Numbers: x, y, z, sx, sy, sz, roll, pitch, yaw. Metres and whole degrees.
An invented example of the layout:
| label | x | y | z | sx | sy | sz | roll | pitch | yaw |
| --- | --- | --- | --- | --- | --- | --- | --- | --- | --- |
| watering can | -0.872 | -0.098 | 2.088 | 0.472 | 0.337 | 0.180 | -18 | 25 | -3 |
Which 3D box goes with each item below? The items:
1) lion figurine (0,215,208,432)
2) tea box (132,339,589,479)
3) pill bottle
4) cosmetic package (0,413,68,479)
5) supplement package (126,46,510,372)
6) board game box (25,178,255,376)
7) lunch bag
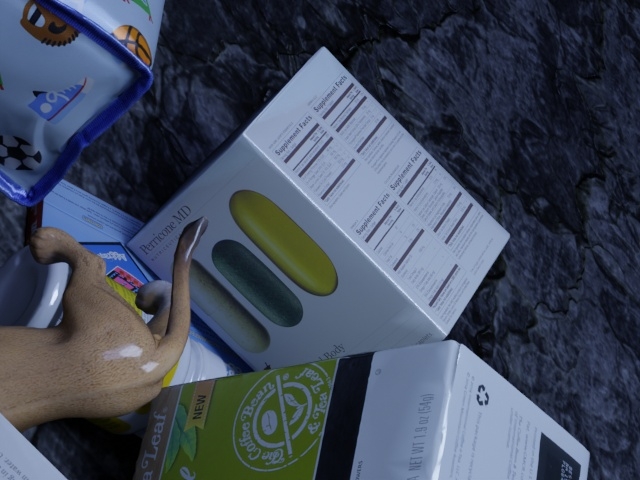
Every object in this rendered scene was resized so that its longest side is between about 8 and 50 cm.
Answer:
| label | x | y | z | sx | sy | sz | roll | pitch | yaw |
| --- | --- | --- | --- | --- | --- | --- | --- | --- | --- |
| lion figurine | -0.241 | 0.110 | 1.517 | 0.142 | 0.392 | 0.240 | 66 | -4 | -30 |
| tea box | 0.014 | 0.288 | 1.604 | 0.220 | 0.323 | 0.329 | 40 | 50 | -40 |
| pill bottle | -0.190 | 0.098 | 1.743 | 0.208 | 0.119 | 0.119 | 34 | 41 | -33 |
| cosmetic package | -0.292 | 0.295 | 1.264 | 0.197 | 0.155 | 0.365 | 43 | 60 | 16 |
| supplement package | 0.000 | 0.000 | 1.909 | 0.262 | 0.199 | 0.198 | 45 | 37 | -5 |
| board game box | -0.163 | 0.052 | 1.894 | 0.281 | 0.027 | 0.145 | 30 | 42 | -36 |
| lunch bag | -0.324 | -0.281 | 1.757 | 0.385 | 0.239 | 0.328 | 35 | 32 | -20 |
